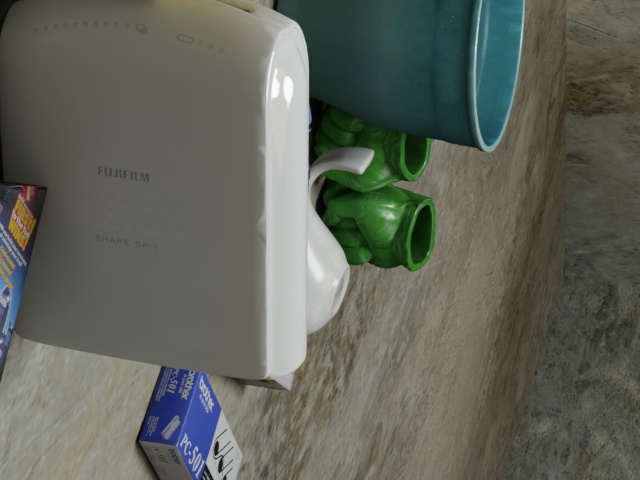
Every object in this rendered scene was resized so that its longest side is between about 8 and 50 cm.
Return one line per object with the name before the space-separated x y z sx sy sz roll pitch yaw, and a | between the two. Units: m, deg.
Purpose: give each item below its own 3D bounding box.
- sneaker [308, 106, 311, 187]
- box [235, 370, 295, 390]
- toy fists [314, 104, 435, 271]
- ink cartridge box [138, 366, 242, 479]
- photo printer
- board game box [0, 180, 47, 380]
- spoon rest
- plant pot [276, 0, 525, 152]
sneaker | -0.052 -0.069 1.962 0.090 0.081 0.232 -27 130 -74
box | -0.096 0.105 1.898 0.324 0.063 0.067 48 50 -69
toy fists | 0.063 -0.078 2.231 0.096 0.142 0.279 -46 143 -37
ink cartridge box | -0.136 0.224 1.845 0.207 0.046 0.097 72 29 -55
photo printer | -0.131 -0.055 1.375 0.107 0.256 0.307 -43 138 -61
board game box | -0.273 0.011 1.274 0.194 0.060 0.194 70 30 -56
spoon rest | 0.000 0.000 2.189 0.137 0.084 0.276 -55 161 -56
plant pot | 0.091 -0.251 2.039 0.272 0.255 0.271 6 90 -74
